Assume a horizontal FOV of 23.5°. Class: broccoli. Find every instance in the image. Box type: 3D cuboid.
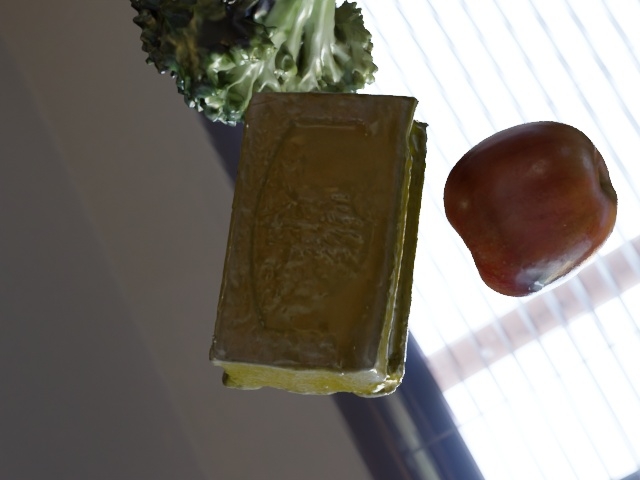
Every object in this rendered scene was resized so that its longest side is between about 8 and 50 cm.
[{"bbox_3d":[-0.070,-0.295,2.002,0.348,0.281,0.293,31,-152,-10],"label":"broccoli"}]

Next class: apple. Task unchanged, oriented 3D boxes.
[{"bbox_3d":[0.234,-0.039,1.678,0.199,0.199,0.199,37,-146,-31],"label":"apple"}]

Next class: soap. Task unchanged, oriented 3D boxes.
[{"bbox_3d":[0.000,0.000,1.610,0.091,0.199,0.315,58,-142,-63],"label":"soap"}]
